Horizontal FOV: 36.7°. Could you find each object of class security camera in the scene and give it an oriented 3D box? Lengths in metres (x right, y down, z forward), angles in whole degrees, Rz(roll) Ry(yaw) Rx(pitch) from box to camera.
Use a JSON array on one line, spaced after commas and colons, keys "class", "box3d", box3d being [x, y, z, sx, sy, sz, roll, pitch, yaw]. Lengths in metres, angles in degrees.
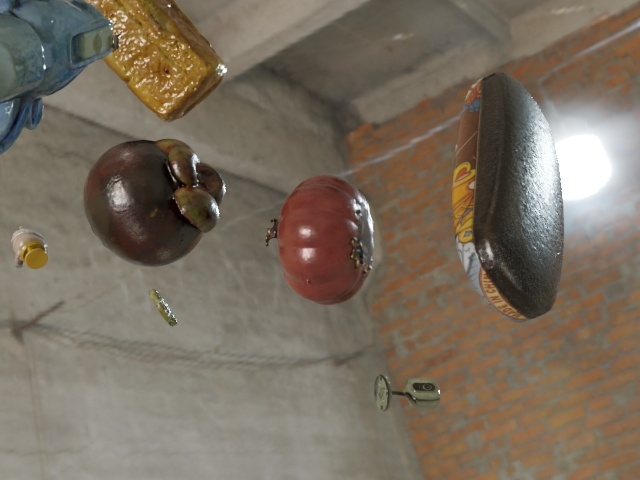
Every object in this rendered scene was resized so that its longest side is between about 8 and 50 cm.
[{"class": "security camera", "box3d": [0.132, 0.223, 1.428, 0.092, 0.058, 0.058, -2, -28, -17]}]

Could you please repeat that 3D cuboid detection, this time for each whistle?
[{"class": "whistle", "box3d": [-0.279, -0.173, 0.883, 0.093, 0.180, 0.269, 15, 25, 18]}]

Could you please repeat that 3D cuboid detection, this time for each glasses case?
[{"class": "glasses case", "box3d": [0.195, -0.055, 0.996, 0.082, 0.321, 0.122, -29, -58, 33]}]

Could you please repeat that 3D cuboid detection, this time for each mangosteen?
[{"class": "mangosteen", "box3d": [-0.252, -0.061, 1.447, 0.210, 0.209, 0.210, -13, -25, -6]}]

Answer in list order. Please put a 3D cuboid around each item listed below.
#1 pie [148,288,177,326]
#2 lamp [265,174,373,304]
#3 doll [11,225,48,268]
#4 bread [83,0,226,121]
[{"class": "pie", "box3d": [-0.294, 0.126, 1.805, 0.020, 0.084, 0.084, -34, -24, -8]}, {"class": "lamp", "box3d": [0.000, 0.000, 1.336, 0.140, 0.182, 0.182, -2, -20, 20]}, {"class": "doll", "box3d": [-0.607, 0.019, 1.998, 0.073, 0.127, 0.084, 32, -83, -38]}, {"class": "bread", "box3d": [-0.320, -0.359, 1.742, 0.167, 0.294, 0.132, -41, 5, 24]}]
